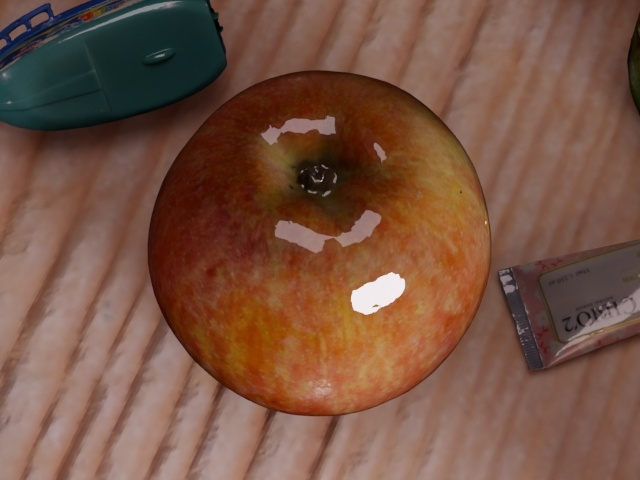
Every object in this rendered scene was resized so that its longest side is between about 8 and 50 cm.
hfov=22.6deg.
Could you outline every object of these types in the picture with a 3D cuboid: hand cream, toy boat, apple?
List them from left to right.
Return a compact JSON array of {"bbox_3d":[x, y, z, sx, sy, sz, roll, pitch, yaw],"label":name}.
[{"bbox_3d":[-0.149,-0.119,1.000,0.175,0.091,0.110,-19,32,-2],"label":"toy boat"},{"bbox_3d":[0.000,0.000,0.875,0.188,0.174,0.188,0,64,0],"label":"apple"},{"bbox_3d":[0.212,0.017,0.930,0.210,0.043,0.067,-17,65,1],"label":"hand cream"}]

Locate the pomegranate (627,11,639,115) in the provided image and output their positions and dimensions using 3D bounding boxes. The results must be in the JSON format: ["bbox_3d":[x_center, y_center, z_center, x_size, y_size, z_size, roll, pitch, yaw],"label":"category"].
[{"bbox_3d":[0.262,-0.100,0.929,0.169,0.122,0.143,28,107,2],"label":"pomegranate"}]
